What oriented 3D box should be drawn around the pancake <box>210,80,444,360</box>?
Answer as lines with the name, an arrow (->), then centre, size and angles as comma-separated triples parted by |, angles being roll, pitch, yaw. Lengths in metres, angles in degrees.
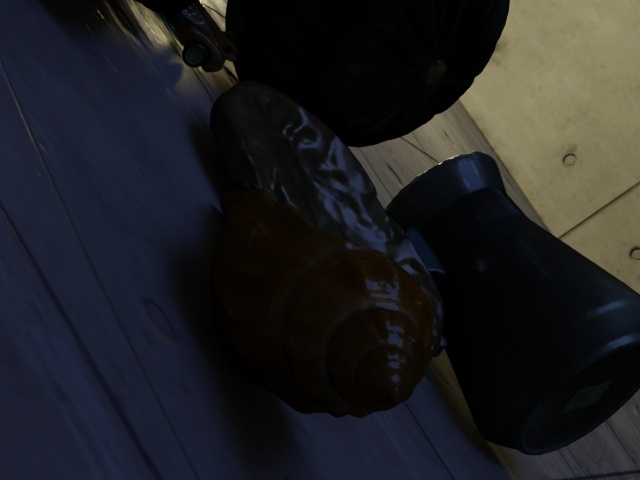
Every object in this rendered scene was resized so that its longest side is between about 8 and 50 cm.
pancake -> 0.000, 0.000, 1.146 | 0.242, 0.050, 0.242 | 45, 22, -24

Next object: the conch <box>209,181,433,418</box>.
conch -> -0.019, 0.030, 0.898 | 0.109, 0.093, 0.330 | 30, 0, -24

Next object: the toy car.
toy car -> -0.111, -0.177, 1.237 | 0.122, 0.035, 0.059 | 51, 15, -24

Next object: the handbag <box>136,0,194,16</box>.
handbag -> -0.178, -0.249, 1.080 | 0.247, 0.080, 0.223 | 52, 4, 0

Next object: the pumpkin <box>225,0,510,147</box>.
pumpkin -> 0.031, -0.197, 1.361 | 0.216, 0.250, 0.250 | 55, 11, 12

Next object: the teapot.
teapot -> 0.142, 0.049, 1.350 | 0.203, 0.171, 0.225 | -7, 49, -43

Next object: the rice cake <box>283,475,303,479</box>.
rice cake -> 0.042, 0.202, 0.714 | 0.221, 0.042, 0.080 | 53, 6, -3
